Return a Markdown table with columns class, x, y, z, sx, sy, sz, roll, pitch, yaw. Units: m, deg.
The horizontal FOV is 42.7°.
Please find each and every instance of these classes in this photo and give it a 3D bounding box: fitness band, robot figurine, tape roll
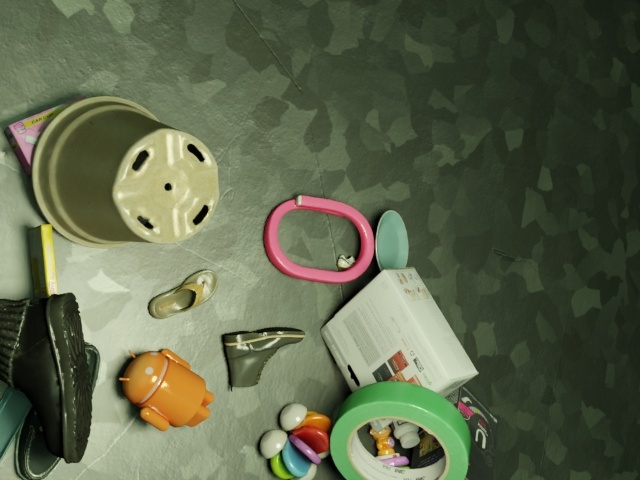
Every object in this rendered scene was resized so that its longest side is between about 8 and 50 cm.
| class | x | y | z | sx | sy | sz | roll | pitch | yaw |
| --- | --- | --- | --- | --- | --- | --- | --- | --- | --- |
| fitness band | 0.000 | 0.000 | 2.052 | 0.291 | 0.054 | 0.209 | 9 | 76 | -23 |
| robot figurine | -0.341 | 0.327 | 1.795 | 0.219 | 0.128 | 0.158 | 37 | 75 | -22 |
| tape roll | 0.185 | 0.474 | 1.900 | 0.321 | 0.321 | 0.077 | 52 | 30 | -16 |

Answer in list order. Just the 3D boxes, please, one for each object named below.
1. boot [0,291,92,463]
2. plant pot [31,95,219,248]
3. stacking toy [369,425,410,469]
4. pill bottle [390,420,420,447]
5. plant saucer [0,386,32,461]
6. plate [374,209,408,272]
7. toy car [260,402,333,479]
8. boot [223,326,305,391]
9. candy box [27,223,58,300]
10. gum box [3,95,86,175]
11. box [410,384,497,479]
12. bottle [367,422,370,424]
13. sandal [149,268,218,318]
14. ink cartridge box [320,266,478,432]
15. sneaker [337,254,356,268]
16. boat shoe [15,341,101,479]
| class | x | y | z | sx | sy | sz | roll | pitch | yaw |
| --- | --- | --- | --- | --- | --- | --- | --- | --- | --- |
| boot | -0.593 | 0.271 | 1.597 | 0.260 | 0.131 | 0.348 | -7 | 88 | 1 |
| plant pot | -0.375 | -0.123 | 1.669 | 0.334 | 0.305 | 0.334 | -9 | 105 | -36 |
| stacking toy | 0.180 | 0.603 | 2.082 | 0.175 | 0.166 | 0.302 | 1 | 70 | -33 |
| pill bottle | 0.214 | 0.470 | 2.109 | 0.067 | 0.067 | 0.120 | 9 | 41 | -29 |
| plant saucer | -0.650 | 0.397 | 1.654 | 0.067 | 0.018 | 0.192 | 20 | 70 | 14 |
| plate | 0.182 | 0.014 | 2.158 | 0.188 | 0.024 | 0.188 | 7 | 81 | -59 |
| toy car | -0.039 | 0.490 | 1.951 | 0.159 | 0.136 | 0.182 | 48 | 65 | -18 |
| boot | -0.133 | 0.282 | 1.962 | 0.198 | 0.077 | 0.137 | -4 | 92 | -17 |
| candy box | -0.573 | 0.073 | 1.696 | 0.027 | 0.105 | 0.206 | -5 | 88 | -37 |
| gum box | -0.562 | -0.227 | 1.754 | 0.188 | 0.062 | 0.107 | -30 | 101 | -29 |
| box | 0.346 | 0.534 | 2.106 | 0.165 | 0.143 | 0.270 | 45 | 36 | -19 |
| bottle | 0.193 | 0.352 | 2.112 | 0.283 | 0.118 | 0.092 | -44 | 137 | -25 |
| sandal | -0.307 | 0.127 | 1.879 | 0.180 | 0.049 | 0.072 | -28 | 99 | -29 |
| ink cartridge box | 0.181 | 0.267 | 1.994 | 0.130 | 0.272 | 0.309 | -2 | 55 | -48 |
| sneaker | 0.084 | 0.059 | 2.124 | 0.083 | 0.032 | 0.037 | 13 | 79 | -29 |
| boat shoe | -0.543 | 0.353 | 1.695 | 0.114 | 0.091 | 0.302 | 21 | 75 | -27 |
